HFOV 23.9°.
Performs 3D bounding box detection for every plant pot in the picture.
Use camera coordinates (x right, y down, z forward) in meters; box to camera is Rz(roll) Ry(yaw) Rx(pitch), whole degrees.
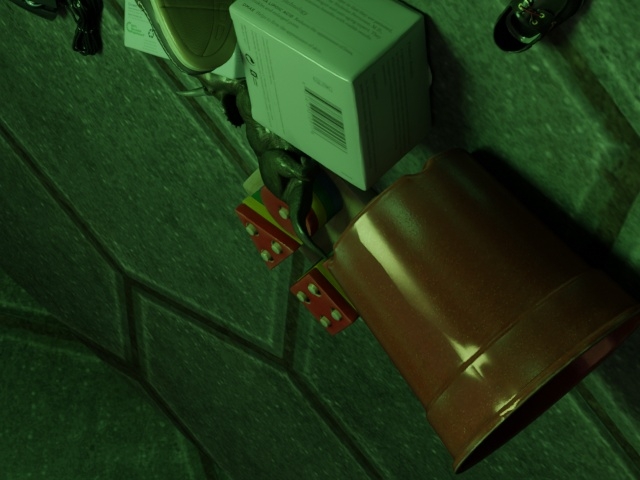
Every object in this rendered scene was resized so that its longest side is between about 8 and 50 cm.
[{"bbox_3d":[0.163,0.062,1.616,0.265,0.272,0.272,49,158,15],"label":"plant pot"}]

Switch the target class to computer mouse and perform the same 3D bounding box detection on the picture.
[{"bbox_3d":[-0.416,-0.373,2.138,0.262,0.060,0.184,45,158,5],"label":"computer mouse"}]

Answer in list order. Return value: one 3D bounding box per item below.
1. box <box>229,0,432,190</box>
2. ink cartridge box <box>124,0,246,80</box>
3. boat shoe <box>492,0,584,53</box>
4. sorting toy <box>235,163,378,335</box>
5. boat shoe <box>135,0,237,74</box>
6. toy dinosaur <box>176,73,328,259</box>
[{"bbox_3d":[0.015,-0.184,1.627,0.182,0.119,0.181,34,154,29],"label":"box"},{"bbox_3d":[-0.150,-0.315,1.748,0.223,0.045,0.223,23,119,44],"label":"ink cartridge box"},{"bbox_3d":[0.199,-0.209,1.373,0.049,0.042,0.133,49,155,1],"label":"boat shoe"},{"bbox_3d":[0.000,0.000,1.982,0.255,0.089,0.257,48,157,-2],"label":"sorting toy"},{"bbox_3d":[-0.172,-0.301,1.669,0.092,0.103,0.285,-42,65,53],"label":"boat shoe"},{"bbox_3d":[-0.044,-0.123,1.815,0.313,0.121,0.160,57,162,7],"label":"toy dinosaur"}]
